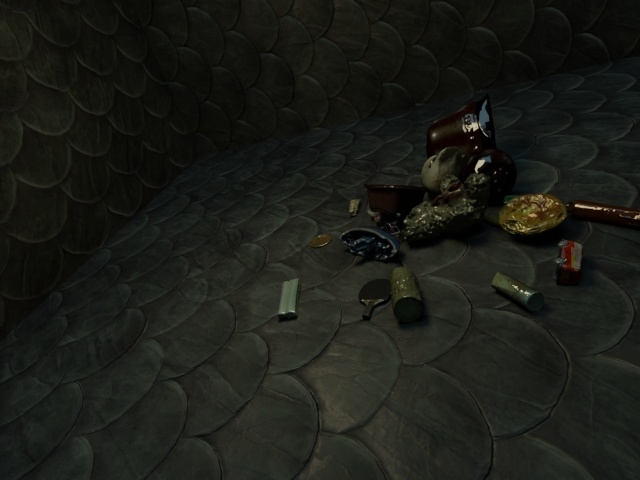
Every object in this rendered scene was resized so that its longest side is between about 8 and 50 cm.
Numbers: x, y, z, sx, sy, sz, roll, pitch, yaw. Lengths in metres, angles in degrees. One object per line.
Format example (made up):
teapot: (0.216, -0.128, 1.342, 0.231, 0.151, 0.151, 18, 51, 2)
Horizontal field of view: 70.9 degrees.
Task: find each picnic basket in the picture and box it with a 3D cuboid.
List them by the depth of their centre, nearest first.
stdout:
picnic basket: (0.335, -0.187, 2.030, 0.222, 0.129, 0.296, 11, 10, 40)

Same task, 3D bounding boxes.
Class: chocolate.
chocolate: (0.684, -0.488, 2.208, 0.330, 0.384, 0.384, -4, 32, 24)

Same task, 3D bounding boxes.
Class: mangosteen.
mangosteen: (0.721, -0.284, 1.994, 0.231, 0.232, 0.289, -27, 10, -16)

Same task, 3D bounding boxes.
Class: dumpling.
dumpling: (0.586, -0.311, 2.074, 0.226, 0.176, 0.243, -10, -6, -11)

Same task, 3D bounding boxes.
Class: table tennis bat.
table tennis bat: (0.195, 0.208, 1.638, 0.130, 0.019, 0.220, -4, 31, 28)

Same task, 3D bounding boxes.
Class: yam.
yam: (0.620, 0.157, 1.424, 0.068, 0.069, 0.169, -26, 30, -14)
yam: (0.291, 0.179, 1.540, 0.107, 0.108, 0.194, -13, 28, 11)

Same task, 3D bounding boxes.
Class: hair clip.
hair clip: (0.327, -0.086, 1.904, 0.039, 0.070, 0.229, -47, -3, -4)

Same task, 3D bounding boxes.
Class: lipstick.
lipstick: (1.075, -0.082, 1.566, 0.077, 0.077, 0.418, -34, 31, -26)

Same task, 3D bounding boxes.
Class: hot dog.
hot dog: (0.715, -0.078, 1.819, 0.044, 0.028, 0.137, -51, 31, -3)

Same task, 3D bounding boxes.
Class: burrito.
burrito: (0.172, -0.172, 2.283, 0.041, 0.055, 0.149, -38, 18, 33)

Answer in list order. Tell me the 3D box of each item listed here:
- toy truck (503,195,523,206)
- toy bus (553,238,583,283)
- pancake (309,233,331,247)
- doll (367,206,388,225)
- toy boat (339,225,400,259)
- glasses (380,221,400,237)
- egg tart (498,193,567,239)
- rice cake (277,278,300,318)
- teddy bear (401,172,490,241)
toy truck: (0.824, -0.141, 1.827, 0.147, 0.065, 0.079, 3, 32, 37)
toy bus: (0.811, 0.068, 1.466, 0.077, 0.079, 0.174, 10, 38, 27)
pancake: (0.000, 0.001, 2.120, 0.114, 0.011, 0.115, -14, 27, 7)
doll: (0.275, -0.126, 2.121, 0.093, 0.079, 0.180, -8, 40, -9)
toy boat: (0.196, 0.015, 1.857, 0.309, 0.129, 0.142, 15, 32, 44)
glasses: (0.275, -0.027, 1.947, 0.103, 0.063, 0.140, -27, 21, -10)
egg tart: (0.795, -0.085, 1.692, 0.240, 0.106, 0.241, -16, 35, 12)
rice cake: (-0.125, 0.228, 1.768, 0.080, 0.042, 0.222, -12, 30, 8)
teddy bear: (0.488, -0.122, 1.851, 0.367, 0.225, 0.357, -22, 9, -3)
